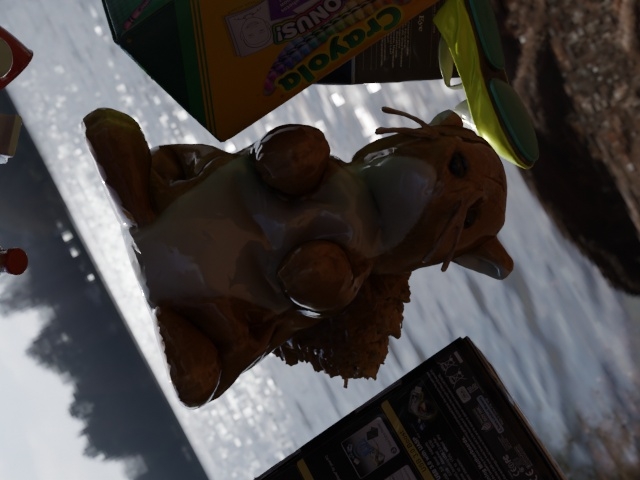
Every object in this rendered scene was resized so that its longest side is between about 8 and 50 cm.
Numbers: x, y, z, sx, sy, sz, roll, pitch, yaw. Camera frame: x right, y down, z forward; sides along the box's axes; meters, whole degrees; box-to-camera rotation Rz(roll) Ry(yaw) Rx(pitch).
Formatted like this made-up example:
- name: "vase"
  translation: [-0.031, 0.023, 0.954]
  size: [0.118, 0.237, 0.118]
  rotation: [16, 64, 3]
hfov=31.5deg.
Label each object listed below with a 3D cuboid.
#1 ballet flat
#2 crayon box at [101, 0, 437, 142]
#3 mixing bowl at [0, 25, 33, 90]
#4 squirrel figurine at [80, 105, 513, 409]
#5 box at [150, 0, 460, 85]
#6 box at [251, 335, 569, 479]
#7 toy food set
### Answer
- name: "ballet flat"
  translation: [0.177, -0.172, 1.262]
  size: [0.077, 0.077, 0.231]
  rotation: [11, -121, -50]
- name: "crayon box"
  translation: [-0.027, -0.222, 0.971]
  size: [0.165, 0.278, 0.081]
  rotation: [43, -162, -50]
- name: "mixing bowl"
  translation: [-0.461, -0.226, 1.414]
  size: [0.098, 0.181, 0.181]
  rotation: [59, 172, -28]
- name: "squirrel figurine"
  translation: [0.000, 0.000, 1.162]
  size: [0.397, 0.370, 0.281]
  rotation: [90, 159, -71]
- name: "box"
  translation: [0.000, -0.299, 1.494]
  size: [0.343, 0.312, 0.179]
  rotation: [8, 104, 38]
- name: "box"
  translation: [0.112, 0.333, 1.006]
  size: [0.395, 0.318, 0.097]
  rotation: [57, -173, 28]
- name: "toy food set"
  translation: [-0.308, -0.083, 1.008]
  size: [0.111, 0.104, 0.232]
  rotation: [30, -115, -56]
